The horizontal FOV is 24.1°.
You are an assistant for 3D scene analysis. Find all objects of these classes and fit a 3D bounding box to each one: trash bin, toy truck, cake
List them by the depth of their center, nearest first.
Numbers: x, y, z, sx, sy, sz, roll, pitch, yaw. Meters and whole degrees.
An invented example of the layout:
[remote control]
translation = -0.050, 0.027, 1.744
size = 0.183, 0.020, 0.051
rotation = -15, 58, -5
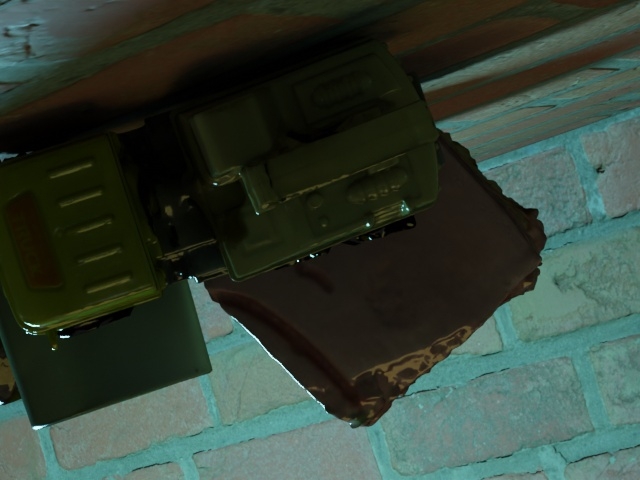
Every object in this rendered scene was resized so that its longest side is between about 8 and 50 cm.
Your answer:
[toy truck]
translation = -0.090, -0.045, 1.276
size = 0.405, 0.181, 0.254
rotation = -18, 179, -5
[trash bin]
translation = -0.240, 0.050, 1.563
size = 0.121, 0.247, 0.243
rotation = -22, 174, 41
[cake]
translation = 0.062, 0.012, 1.615
size = 0.314, 0.293, 0.307
rotation = -45, 176, 4

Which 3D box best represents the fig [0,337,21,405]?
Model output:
[fig]
translation = -0.369, 0.041, 1.749
size = 0.217, 0.217, 0.321
rotation = -15, 148, -38
